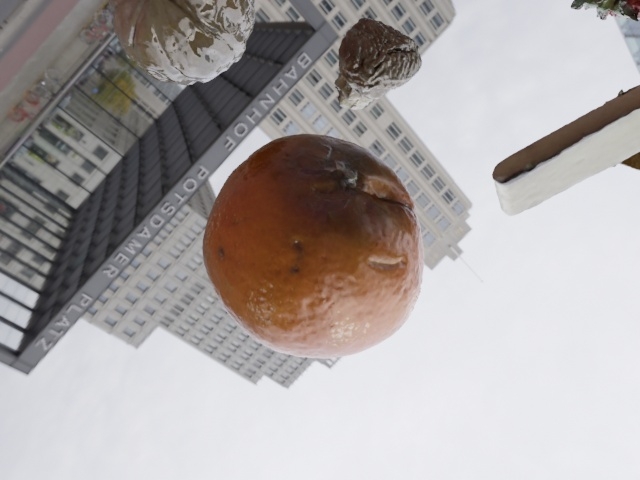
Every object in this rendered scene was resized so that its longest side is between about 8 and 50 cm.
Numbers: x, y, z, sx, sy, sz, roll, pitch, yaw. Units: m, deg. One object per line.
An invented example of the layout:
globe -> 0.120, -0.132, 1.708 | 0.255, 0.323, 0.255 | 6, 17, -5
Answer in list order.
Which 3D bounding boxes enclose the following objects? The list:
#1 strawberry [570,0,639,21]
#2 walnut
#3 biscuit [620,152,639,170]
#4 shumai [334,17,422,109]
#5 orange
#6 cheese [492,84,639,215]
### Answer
strawberry -> 0.576, -0.508, 0.877 | 0.174, 0.098, 0.228 | 38, -70, 28
walnut -> -0.161, -0.279, 0.605 | 0.178, 0.178, 0.230 | -41, -169, 13
biscuit -> 0.675, -0.183, 0.968 | 0.247, 0.029, 0.119 | 27, -80, 19
shumai -> 0.108, -0.366, 1.072 | 0.205, 0.166, 0.176 | -32, 167, -33
orange -> 0.000, 0.000, 0.473 | 0.170, 0.223, 0.224 | 111, -9, -46
cheese -> 0.359, -0.144, 0.484 | 0.400, 0.085, 0.034 | -30, -127, 14
